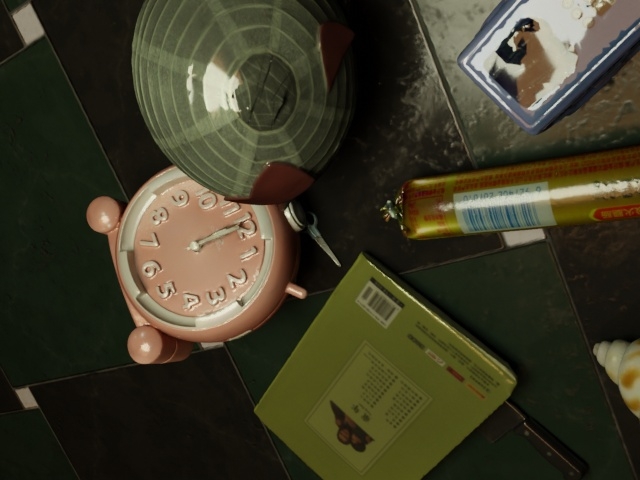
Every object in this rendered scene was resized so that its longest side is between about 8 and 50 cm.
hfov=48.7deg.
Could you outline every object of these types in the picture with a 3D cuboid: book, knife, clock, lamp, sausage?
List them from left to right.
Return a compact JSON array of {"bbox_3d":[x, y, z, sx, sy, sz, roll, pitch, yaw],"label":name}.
[{"bbox_3d":[-0.129,0.012,0.871,0.241,0.142,0.227,-25,78,13],"label":"clock"},{"bbox_3d":[-0.073,-0.161,0.714,0.233,0.233,0.265,19,113,20],"label":"lamp"},{"bbox_3d":[0.066,0.202,0.926,0.239,0.035,0.352,40,127,11],"label":"book"},{"bbox_3d":[0.211,0.214,0.869,0.245,0.019,0.072,40,128,10],"label":"knife"},{"bbox_3d":[0.226,-0.046,0.701,0.371,0.082,0.082,-7,109,31],"label":"sausage"}]

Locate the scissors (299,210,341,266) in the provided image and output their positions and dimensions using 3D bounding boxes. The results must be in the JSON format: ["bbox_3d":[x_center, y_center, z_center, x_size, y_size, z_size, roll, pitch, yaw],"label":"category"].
[{"bbox_3d":[0.000,0.000,0.886,0.036,0.006,0.083,-39,91,34],"label":"scissors"}]

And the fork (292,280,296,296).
[{"bbox_3d":[-0.119,0.015,0.952,0.219,0.028,0.034,25,130,21],"label":"fork"}]

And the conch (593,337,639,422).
[{"bbox_3d":[0.394,0.162,0.665,0.275,0.183,0.149,31,166,21],"label":"conch"}]

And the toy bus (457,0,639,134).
[{"bbox_3d":[0.249,-0.225,0.569,0.125,0.133,0.292,45,126,4],"label":"toy bus"}]
